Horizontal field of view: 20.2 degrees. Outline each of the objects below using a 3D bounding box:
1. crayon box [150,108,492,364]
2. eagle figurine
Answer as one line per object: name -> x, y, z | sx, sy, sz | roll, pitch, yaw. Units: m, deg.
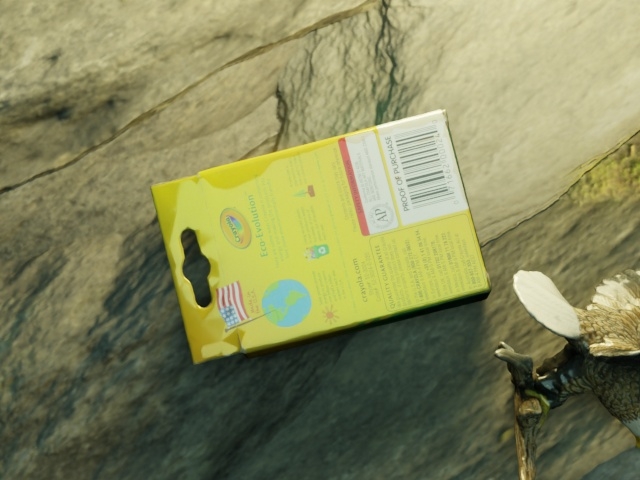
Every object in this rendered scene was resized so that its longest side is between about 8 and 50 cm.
crayon box -> 0.000, 0.000, 1.879 | 0.319, 0.081, 0.202 | -13, 81, -1
eagle figurine -> 0.336, 0.130, 1.802 | 0.298, 0.225, 0.226 | -13, 71, 11
